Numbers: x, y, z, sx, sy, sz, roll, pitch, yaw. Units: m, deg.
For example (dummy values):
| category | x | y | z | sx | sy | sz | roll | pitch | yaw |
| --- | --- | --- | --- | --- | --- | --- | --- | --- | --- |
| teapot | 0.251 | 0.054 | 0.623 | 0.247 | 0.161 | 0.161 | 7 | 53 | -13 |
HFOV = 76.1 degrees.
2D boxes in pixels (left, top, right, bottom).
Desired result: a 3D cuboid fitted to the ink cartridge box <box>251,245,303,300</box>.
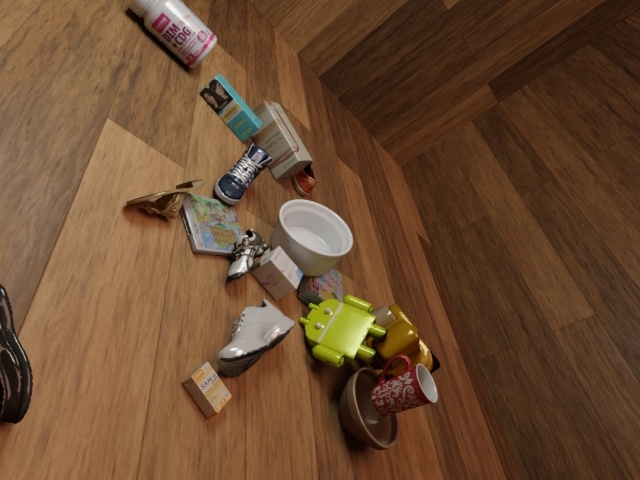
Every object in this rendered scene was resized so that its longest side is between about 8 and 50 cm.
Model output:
| category | x | y | z | sx | sy | sz | roll | pitch | yaw |
| --- | --- | --- | --- | --- | --- | --- | --- | --- | --- |
| ink cartridge box | -0.140 | 0.096 | 1.282 | 0.143 | 0.090 | 0.092 | 51 | 26 | -13 |

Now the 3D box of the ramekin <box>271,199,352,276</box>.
| category | x | y | z | sx | sy | sz | roll | pitch | yaw |
| --- | --- | --- | --- | --- | --- | --- | --- | --- | --- |
| ramekin | -0.038 | -0.004 | 1.434 | 0.277 | 0.135 | 0.277 | 20 | 36 | -16 |

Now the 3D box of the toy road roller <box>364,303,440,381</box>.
| category | x | y | z | sx | sy | sz | roll | pitch | yaw |
| --- | --- | --- | --- | --- | --- | --- | --- | --- | --- |
| toy road roller | 0.244 | 0.342 | 1.399 | 0.329 | 0.202 | 0.240 | 52 | -9 | 43 |

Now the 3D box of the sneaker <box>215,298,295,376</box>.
| category | x | y | z | sx | sy | sz | roll | pitch | yaw |
| --- | --- | --- | --- | --- | --- | --- | --- | --- | --- |
| sneaker | -0.183 | 0.244 | 1.053 | 0.129 | 0.111 | 0.297 | 44 | 20 | 9 |

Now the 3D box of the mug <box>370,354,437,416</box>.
| category | x | y | z | sx | sy | sz | roll | pitch | yaw |
| --- | --- | --- | --- | --- | --- | --- | --- | --- | --- |
| mug | 0.242 | 0.438 | 1.227 | 0.113 | 0.169 | 0.150 | 34 | 33 | -40 |

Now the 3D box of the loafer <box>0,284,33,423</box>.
| category | x | y | z | sx | sy | sz | roll | pitch | yaw |
| --- | --- | --- | --- | --- | --- | --- | --- | --- | --- |
| loafer | -0.490 | 0.169 | 0.598 | 0.078 | 0.080 | 0.220 | -8 | 62 | -52 |

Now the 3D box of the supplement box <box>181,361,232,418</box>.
| category | x | y | z | sx | sy | sz | roll | pitch | yaw |
| --- | --- | --- | --- | --- | --- | --- | --- | --- | --- |
| supplement box | -0.245 | 0.325 | 0.891 | 0.098 | 0.036 | 0.062 | 56 | 25 | -3 |

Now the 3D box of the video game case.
| category | x | y | z | sx | sy | sz | roll | pitch | yaw |
| --- | --- | --- | --- | --- | --- | --- | --- | --- | --- |
| video game case | -0.313 | -0.044 | 1.209 | 0.212 | 0.023 | 0.193 | 11 | 52 | -58 |

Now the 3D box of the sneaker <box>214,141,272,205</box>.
| category | x | y | z | sx | sy | sz | roll | pitch | yaw |
| --- | --- | --- | --- | --- | --- | --- | --- | --- | --- |
| sneaker | -0.251 | -0.230 | 1.363 | 0.099 | 0.153 | 0.282 | 39 | 26 | -12 |

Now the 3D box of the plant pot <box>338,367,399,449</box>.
| category | x | y | z | sx | sy | sz | roll | pitch | yaw |
| --- | --- | --- | --- | --- | --- | --- | --- | --- | --- |
| plant pot | 0.132 | 0.524 | 1.258 | 0.237 | 0.110 | 0.237 | 41 | 30 | -30 |

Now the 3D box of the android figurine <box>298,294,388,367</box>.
| category | x | y | z | sx | sy | sz | roll | pitch | yaw |
| --- | --- | --- | --- | --- | --- | --- | --- | --- | --- |
| android figurine | 0.065 | 0.280 | 1.294 | 0.248 | 0.273 | 0.056 | -51 | 151 | -35 |

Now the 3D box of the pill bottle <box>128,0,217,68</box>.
| category | x | y | z | sx | sy | sz | roll | pitch | yaw |
| --- | --- | --- | --- | --- | --- | --- | --- | --- | --- |
| pill bottle | -0.538 | -0.793 | 1.503 | 0.283 | 0.160 | 0.160 | 39 | 31 | -33 |

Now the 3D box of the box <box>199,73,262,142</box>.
| category | x | y | z | sx | sy | sz | roll | pitch | yaw |
| --- | --- | --- | --- | --- | --- | --- | --- | --- | --- |
| box | -0.347 | -0.513 | 1.598 | 0.244 | 0.100 | 0.060 | 48 | 27 | -19 |

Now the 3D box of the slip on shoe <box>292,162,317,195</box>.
| category | x | y | z | sx | sy | sz | roll | pitch | yaw |
| --- | --- | --- | --- | --- | --- | --- | --- | --- | --- |
| slip on shoe | -0.088 | -0.356 | 1.884 | 0.123 | 0.101 | 0.331 | 24 | 39 | -47 |

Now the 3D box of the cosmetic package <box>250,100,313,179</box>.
| category | x | y | z | sx | sy | sz | roll | pitch | yaw |
| --- | --- | --- | --- | --- | --- | --- | --- | --- | --- |
| cosmetic package | -0.183 | -0.419 | 1.729 | 0.296 | 0.153 | 0.129 | 58 | 27 | 5 |

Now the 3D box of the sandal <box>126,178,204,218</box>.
| category | x | y | z | sx | sy | sz | roll | pitch | yaw |
| --- | --- | --- | --- | --- | --- | --- | --- | --- | --- |
| sandal | -0.386 | -0.097 | 1.073 | 0.240 | 0.088 | 0.079 | -39 | 119 | -57 |

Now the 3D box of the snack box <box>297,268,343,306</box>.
| category | x | y | z | sx | sy | sz | roll | pitch | yaw |
| --- | --- | --- | --- | --- | --- | --- | --- | --- | --- |
| snack box | 0.003 | 0.163 | 1.486 | 0.174 | 0.070 | 0.207 | 42 | 28 | -28 |

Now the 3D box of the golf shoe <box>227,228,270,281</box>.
| category | x | y | z | sx | sy | sz | roll | pitch | yaw |
| --- | --- | --- | --- | --- | --- | --- | --- | --- | --- |
| golf shoe | -0.228 | 0.040 | 1.183 | 0.094 | 0.077 | 0.198 | 57 | 31 | -18 |
